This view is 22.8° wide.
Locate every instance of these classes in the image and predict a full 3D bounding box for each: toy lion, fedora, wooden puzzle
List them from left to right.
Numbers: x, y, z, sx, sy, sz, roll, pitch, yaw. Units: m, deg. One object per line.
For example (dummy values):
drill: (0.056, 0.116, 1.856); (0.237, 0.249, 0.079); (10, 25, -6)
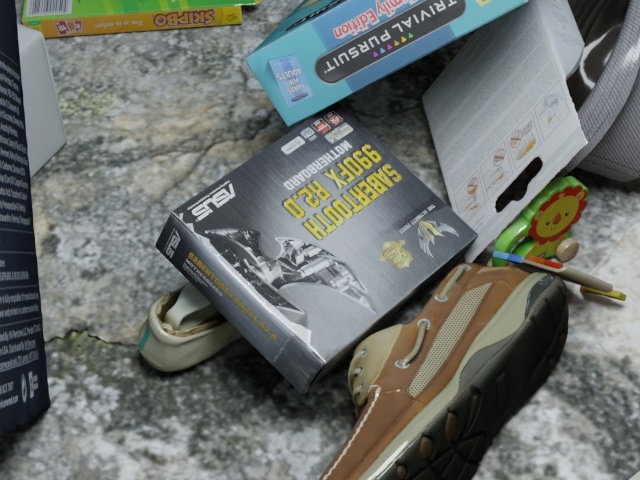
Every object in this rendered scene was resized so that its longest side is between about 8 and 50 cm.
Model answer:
toy lion: (0.198, -0.012, 1.426); (0.100, 0.096, 0.034); (-29, 52, -19)
wooden puzzle: (0.212, 0.028, 1.393); (0.078, 0.116, 0.014); (12, 83, 47)
fedora: (0.289, -0.164, 1.500); (0.124, 0.244, 0.275); (23, 55, -14)

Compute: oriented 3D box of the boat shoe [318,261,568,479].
boat shoe: (0.083, 0.130, 1.307); (0.120, 0.123, 0.324); (23, 46, 29)

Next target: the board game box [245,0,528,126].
board game box: (0.100, -0.248, 1.497); (0.253, 0.079, 0.336); (-26, 15, 27)

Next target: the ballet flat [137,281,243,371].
ballet flat: (-0.054, 0.034, 1.416); (0.248, 0.086, 0.086); (-32, 54, -22)

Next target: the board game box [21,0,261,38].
board game box: (-0.192, -0.280, 1.735); (0.259, 0.039, 0.124); (-6, 49, 3)

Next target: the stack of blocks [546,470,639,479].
stack of blocks: (0.212, 0.267, 1.185); (0.297, 0.087, 0.171); (-34, 54, -23)

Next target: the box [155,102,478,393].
box: (0.000, 0.000, 1.371); (0.183, 0.056, 0.231); (44, 49, 11)

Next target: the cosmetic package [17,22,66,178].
cosmetic package: (-0.367, -0.116, 1.524); (0.151, 0.151, 0.184); (23, 54, 21)

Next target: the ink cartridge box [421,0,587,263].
ink cartridge box: (0.180, -0.109, 1.462); (0.056, 0.181, 0.225); (15, 44, -30)

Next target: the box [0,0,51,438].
box: (-0.487, -0.062, 1.248); (0.479, 0.297, 0.472); (-5, 91, 0)
